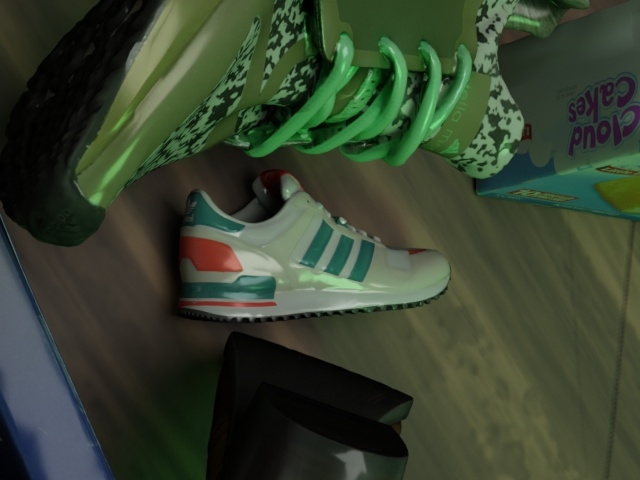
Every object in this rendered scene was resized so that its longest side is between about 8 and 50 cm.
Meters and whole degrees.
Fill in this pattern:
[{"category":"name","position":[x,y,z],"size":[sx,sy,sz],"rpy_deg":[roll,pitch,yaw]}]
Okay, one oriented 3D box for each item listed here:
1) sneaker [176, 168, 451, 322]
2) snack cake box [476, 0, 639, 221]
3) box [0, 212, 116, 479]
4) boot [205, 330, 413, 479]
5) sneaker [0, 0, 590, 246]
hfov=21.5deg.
[{"category":"sneaker","position":[0.000,0.000,0.858],"size":[0.161,0.057,0.075],"rpy_deg":[-5,92,-32]},{"category":"snack cake box","position":[0.238,-0.062,0.970],"size":[0.264,0.152,0.089],"rpy_deg":[8,79,-33]},{"category":"box","position":[-0.140,0.048,0.709],"size":[0.036,0.136,0.225],"rpy_deg":[-24,97,-22]},{"category":"boot","position":[-0.041,0.193,0.753],"size":[0.096,0.264,0.280],"rpy_deg":[20,95,-11]},{"category":"sneaker","position":[0.023,-0.095,0.769],"size":[0.182,0.158,0.410],"rpy_deg":[48,46,-4]}]
